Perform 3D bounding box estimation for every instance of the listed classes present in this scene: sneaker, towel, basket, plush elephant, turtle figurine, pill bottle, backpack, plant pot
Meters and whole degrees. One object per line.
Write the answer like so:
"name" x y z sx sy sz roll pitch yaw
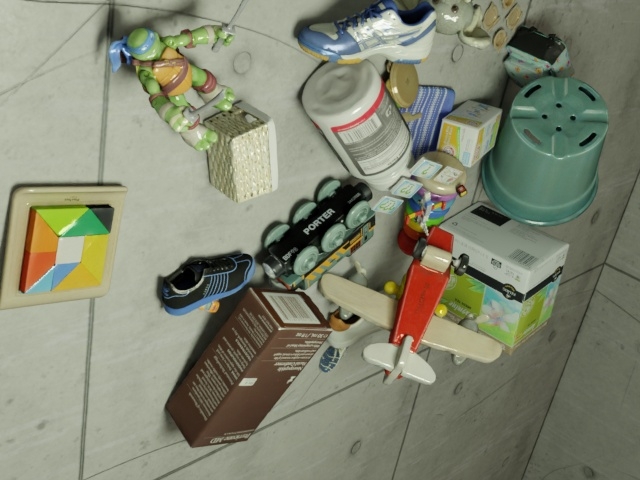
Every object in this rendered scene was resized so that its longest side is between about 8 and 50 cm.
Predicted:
"sneaker" -0.234 0.075 1.695 0.232 0.081 0.090 -31 143 -32
"sneaker" 0.098 -0.442 1.630 0.296 0.112 0.131 -6 136 -21
"towel" 0.220 -0.275 2.026 0.336 0.040 0.243 -9 121 -47
"basket" -0.159 -0.173 1.582 0.103 0.113 0.167 -27 134 -31
"plush elephant" 0.288 -0.562 1.700 0.330 0.272 0.255 99 8 -65
"sneaker" 0.142 0.188 2.210 0.290 0.106 0.123 -30 138 -33
"turtle figurine" -0.199 -0.265 1.361 0.274 0.198 0.266 -13 160 6
"pill bottle" 0.100 -0.246 1.773 0.176 0.176 0.318 -52 142 -10
"backpack" 0.619 -0.492 2.238 0.188 0.166 0.144 27 94 -52
"sneaker" 0.051 0.317 2.245 0.135 0.052 0.058 -57 150 -1
"plant pot" 0.632 -0.261 2.204 0.341 0.341 0.334 -48 160 -14

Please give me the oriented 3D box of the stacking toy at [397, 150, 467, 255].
"stacking toy" 0.283 -0.081 2.143 0.141 0.141 0.330 -33 154 -31

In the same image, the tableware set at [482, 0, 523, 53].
"tableware set" 0.493 -0.597 2.135 0.141 0.020 0.168 -54 145 -6

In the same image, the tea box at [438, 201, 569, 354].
"tea box" 0.534 0.111 2.435 0.220 0.329 0.323 -29 134 -36

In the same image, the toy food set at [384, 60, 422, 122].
"toy food set" 0.190 -0.377 1.894 0.132 0.038 0.192 -22 108 -51

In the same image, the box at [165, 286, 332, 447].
"box" -0.166 0.292 1.810 0.191 0.143 0.381 8 125 -51

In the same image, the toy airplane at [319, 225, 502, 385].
"toy airplane" 0.235 0.198 2.068 0.384 0.386 0.272 -23 173 -10

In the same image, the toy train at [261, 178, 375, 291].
"toy train" 0.000 0.000 1.887 0.334 0.142 0.190 -41 150 -23

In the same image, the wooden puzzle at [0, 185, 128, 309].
"wooden puzzle" -0.454 0.014 1.418 0.221 0.044 0.239 -5 119 -49

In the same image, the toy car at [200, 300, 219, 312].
"toy car" -0.223 0.113 1.771 0.122 0.040 0.060 -52 144 -8

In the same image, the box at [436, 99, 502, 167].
"box" 0.399 -0.289 2.133 0.203 0.103 0.114 -37 142 -52

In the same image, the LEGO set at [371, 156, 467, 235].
"LEGO set" 0.261 -0.101 1.909 0.244 0.060 0.182 10 132 -50
